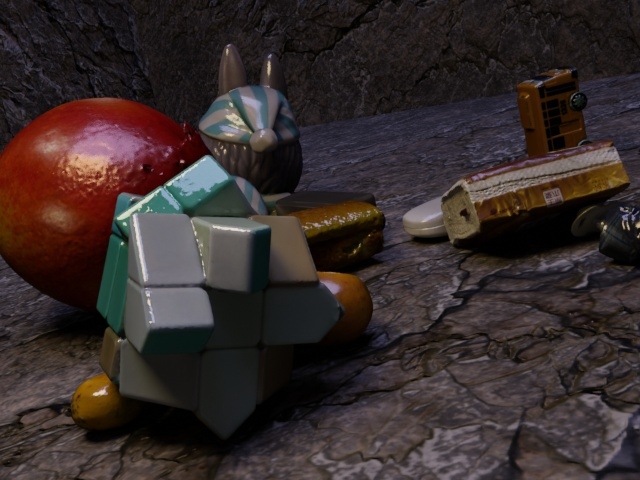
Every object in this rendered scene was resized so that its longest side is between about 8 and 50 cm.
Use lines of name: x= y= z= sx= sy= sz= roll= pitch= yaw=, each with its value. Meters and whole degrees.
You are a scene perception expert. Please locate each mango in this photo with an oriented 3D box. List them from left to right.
mango: x=-0.214 y=0.164 z=0.813 sx=0.079 sy=0.057 sz=0.114 roll=-11 pitch=8 yaw=40
mango: x=-0.009 y=0.079 z=0.903 sx=0.115 sy=0.089 sz=0.165 roll=-6 pitch=3 yaw=-43

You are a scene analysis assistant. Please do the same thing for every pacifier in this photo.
pacifier: x=0.389 y=-0.019 z=1.057 sx=0.083 sy=0.068 sz=0.064 roll=-11 pitch=46 yaw=-22

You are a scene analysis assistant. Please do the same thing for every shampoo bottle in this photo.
shampoo bottle: x=0.020 y=-0.040 z=1.357 sx=0.079 sy=0.080 sz=0.246 roll=-24 pitch=18 yaw=-34

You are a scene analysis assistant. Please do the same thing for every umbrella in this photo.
umbrella: x=0.436 y=0.005 z=0.887 sx=0.071 sy=0.080 sz=0.224 roll=20 pitch=0 yaw=-32

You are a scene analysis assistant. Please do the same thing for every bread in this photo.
bread: x=0.000 y=0.000 z=1.170 sx=0.172 sy=0.103 sz=0.132 roll=-16 pitch=15 yaw=-22

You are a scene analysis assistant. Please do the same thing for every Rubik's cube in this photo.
Rubik's cube: x=-0.103 y=0.050 z=0.771 sx=0.224 sy=0.265 sz=0.213 roll=9 pitch=4 yaw=-27

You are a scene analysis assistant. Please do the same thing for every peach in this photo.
peach: x=-0.306 y=-0.056 z=1.153 sx=0.370 sy=0.369 sz=0.370 roll=-11 pitch=14 yaw=3

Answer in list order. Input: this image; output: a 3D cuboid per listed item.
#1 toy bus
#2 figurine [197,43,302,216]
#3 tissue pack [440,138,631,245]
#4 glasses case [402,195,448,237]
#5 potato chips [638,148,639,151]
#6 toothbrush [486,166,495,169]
toy bus: x=0.452 y=-0.228 z=1.482 sx=0.114 sy=0.200 sz=0.098 roll=-16 pitch=15 yaw=-5
figurine: x=-0.183 y=-0.195 z=1.527 sx=0.267 sy=0.377 sz=0.361 roll=-9 pitch=13 yaw=11
tissue pack: x=0.301 y=-0.066 z=1.111 sx=0.226 sy=0.091 sz=0.183 roll=-17 pitch=-11 yaw=-5
glasses case: x=0.248 y=-0.052 z=1.257 sx=0.234 sy=0.059 sz=0.092 roll=-16 pitch=17 yaw=-18
potato chips: x=0.708 y=-0.197 z=1.448 sx=0.167 sy=0.059 sz=0.228 roll=-10 pitch=11 yaw=-34
toothbrush: x=0.302 y=-0.108 z=1.503 sx=0.027 sy=0.021 sz=0.269 roll=3 pitch=19 yaw=30
